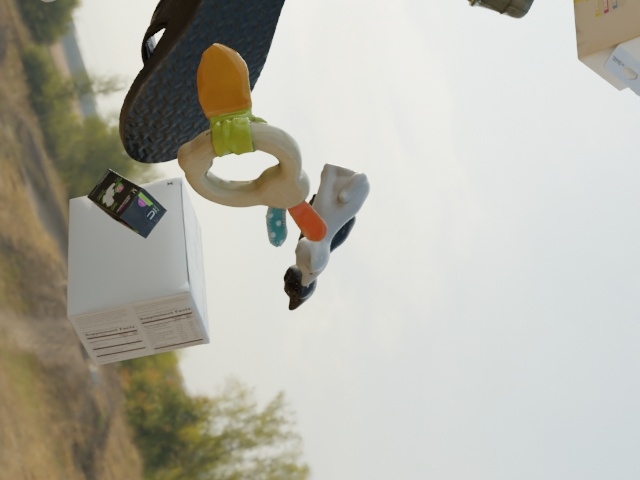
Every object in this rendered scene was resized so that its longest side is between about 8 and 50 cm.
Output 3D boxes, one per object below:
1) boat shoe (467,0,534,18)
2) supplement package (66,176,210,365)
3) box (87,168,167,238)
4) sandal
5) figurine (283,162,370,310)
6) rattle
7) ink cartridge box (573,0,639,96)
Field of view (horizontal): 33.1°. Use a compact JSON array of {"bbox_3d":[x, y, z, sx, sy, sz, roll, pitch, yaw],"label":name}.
[{"bbox_3d":[0.254,-0.370,1.310,0.099,0.319,0.116,32,-41,2],"label":"boat shoe"},{"bbox_3d":[-0.307,0.049,1.820,0.145,0.204,0.261,77,2,-48],"label":"supplement package"},{"bbox_3d":[-0.263,-0.050,1.466,0.083,0.052,0.062,28,-12,40],"label":"box"},{"bbox_3d":[-0.138,-0.296,1.406,0.445,0.168,0.107,-59,-135,25],"label":"sandal"},{"bbox_3d":[0.000,0.000,1.838,0.215,0.092,0.209,114,-1,-67],"label":"figurine"},{"bbox_3d":[-0.068,-0.095,1.181,0.200,0.130,0.142,30,25,-45],"label":"rattle"},{"bbox_3d":[0.319,-0.228,1.099,0.090,0.092,0.143,-18,-117,40],"label":"ink cartridge box"}]
